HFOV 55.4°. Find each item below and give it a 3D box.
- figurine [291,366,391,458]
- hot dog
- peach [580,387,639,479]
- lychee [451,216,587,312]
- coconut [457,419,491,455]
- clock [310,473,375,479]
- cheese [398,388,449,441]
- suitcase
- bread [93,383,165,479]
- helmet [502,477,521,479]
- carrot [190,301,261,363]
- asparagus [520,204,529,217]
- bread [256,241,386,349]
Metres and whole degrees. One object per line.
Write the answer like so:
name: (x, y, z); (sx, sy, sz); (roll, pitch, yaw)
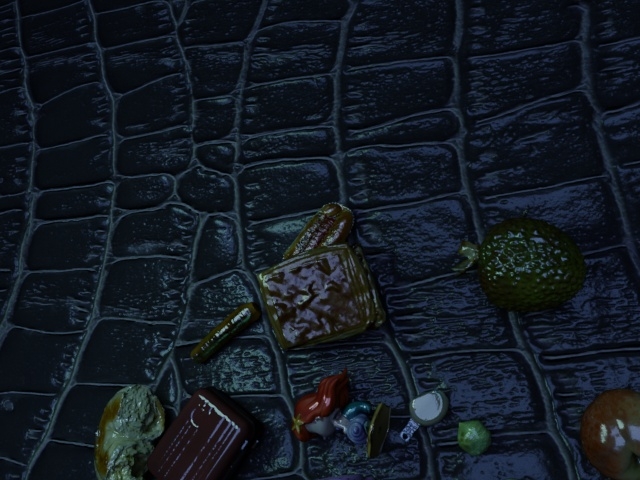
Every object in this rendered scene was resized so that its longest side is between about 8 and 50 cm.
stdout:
figurine: (0.053, 0.477, 1.692); (0.257, 0.181, 0.208); (11, 117, 22)
hot dog: (0.000, 0.000, 1.897); (0.144, 0.075, 0.268); (38, 87, 23)
peach: (0.739, 0.459, 1.475); (0.232, 0.232, 0.233); (-5, 72, 16)
lychee: (0.531, 0.065, 1.610); (0.270, 0.270, 0.320); (-49, 28, -2)
coconut: (0.401, 0.516, 1.608); (0.096, 0.088, 0.088); (39, 88, 18)
clock: (0.022, 0.664, 1.591); (0.227, 0.248, 0.090); (-14, 68, 13)
cheese: (0.276, 0.474, 1.678); (0.171, 0.047, 0.092); (-34, 66, 6)
suitcase: (-0.333, 0.596, 1.770); (0.236, 0.161, 0.297); (33, 86, 23)
bread: (-0.587, 0.609, 1.840); (0.192, 0.171, 0.314); (-27, 53, 39)
helmet: (0.462, 0.721, 1.498); (0.204, 0.137, 0.258); (-13, 74, -28)
carrot: (-0.298, 0.289, 1.909); (0.260, 0.070, 0.070); (-41, 66, 4)
asparagus: (0.566, -0.031, 1.762); (0.016, 0.016, 0.163); (19, 79, 48)
bread: (0.002, 0.162, 1.789); (0.324, 0.167, 0.278); (-19, 88, -2)
